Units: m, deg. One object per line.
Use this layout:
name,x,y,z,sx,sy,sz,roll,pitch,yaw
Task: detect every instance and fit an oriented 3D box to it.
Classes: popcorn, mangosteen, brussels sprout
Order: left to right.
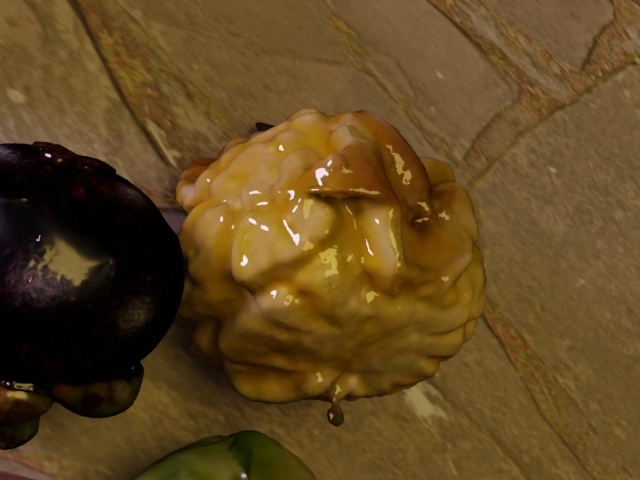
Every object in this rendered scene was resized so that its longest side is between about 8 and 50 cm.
mangosteen,-0.269,0.049,1.163,0.287,0.287,0.233,32,28,-23
brussels sprout,-0.101,0.327,1.209,0.259,0.227,0.294,59,22,-20
popcorn,0.000,0.000,1.326,0.349,0.349,0.381,15,43,-29

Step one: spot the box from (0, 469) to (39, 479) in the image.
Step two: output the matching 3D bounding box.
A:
box,-0.311,0.248,1.163,0.156,0.111,0.060,19,71,-26
